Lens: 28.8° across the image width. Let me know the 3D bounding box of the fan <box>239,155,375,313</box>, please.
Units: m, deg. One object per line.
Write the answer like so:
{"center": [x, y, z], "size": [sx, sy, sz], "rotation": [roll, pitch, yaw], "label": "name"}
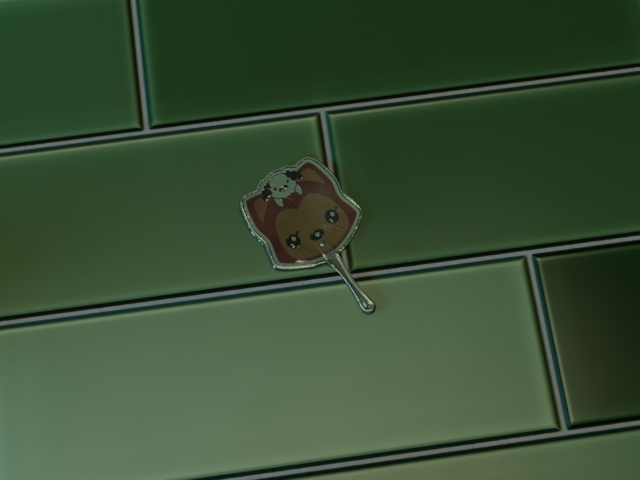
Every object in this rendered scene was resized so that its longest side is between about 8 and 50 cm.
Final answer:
{"center": [0.000, 0.000, 1.511], "size": [0.132, 0.009, 0.220], "rotation": [-33, 74, -10], "label": "fan"}
